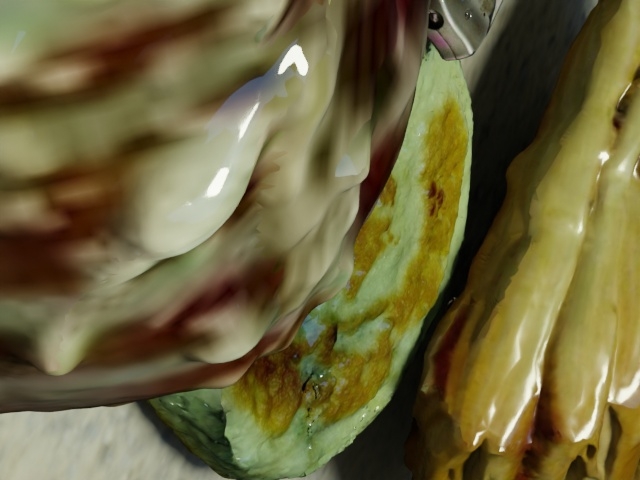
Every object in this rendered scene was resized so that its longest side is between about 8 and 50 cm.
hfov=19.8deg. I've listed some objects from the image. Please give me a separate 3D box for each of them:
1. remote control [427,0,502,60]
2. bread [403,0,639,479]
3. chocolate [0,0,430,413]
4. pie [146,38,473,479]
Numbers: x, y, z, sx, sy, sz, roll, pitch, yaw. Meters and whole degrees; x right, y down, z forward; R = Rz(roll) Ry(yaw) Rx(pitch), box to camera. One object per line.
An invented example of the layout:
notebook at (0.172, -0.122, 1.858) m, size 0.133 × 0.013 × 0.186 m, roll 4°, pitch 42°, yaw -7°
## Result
remote control at (0.085, -0.164, 0.840) m, size 0.059 × 0.028 × 0.212 m, roll 63°, pitch 38°, yaw -34°
bread at (0.170, 0.031, 0.984) m, size 0.277 × 0.167 × 0.324 m, roll 91°, pitch 25°, yaw -64°
chocolate at (-0.076, -0.089, 0.419) m, size 0.225 × 0.210 × 0.340 m, roll -53°, pitch 150°, yaw -35°
pie at (0.000, 0.000, 0.813) m, size 0.240 × 0.054 × 0.240 m, roll -39°, pitch 139°, yaw -45°
